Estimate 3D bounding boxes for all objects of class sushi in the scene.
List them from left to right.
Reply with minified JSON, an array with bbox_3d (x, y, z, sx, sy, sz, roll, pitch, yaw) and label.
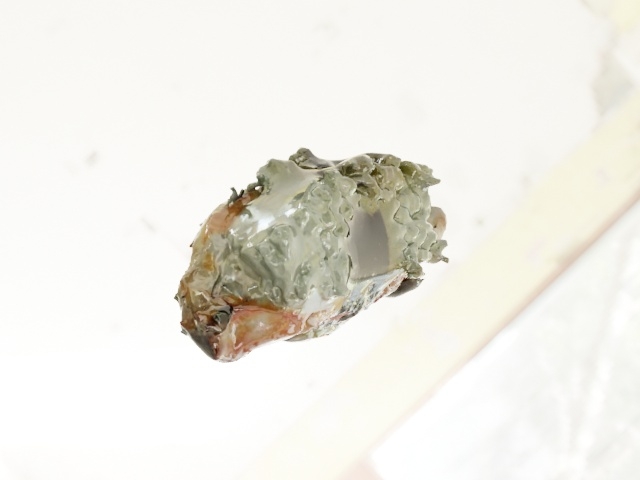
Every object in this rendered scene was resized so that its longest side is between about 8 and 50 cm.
[{"bbox_3d":[0.002,-0.003,1.056,0.226,0.103,0.097,-19,74,-53],"label":"sushi"}]
